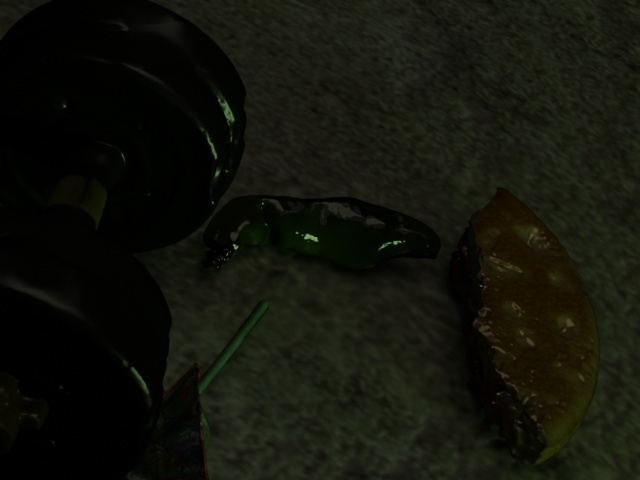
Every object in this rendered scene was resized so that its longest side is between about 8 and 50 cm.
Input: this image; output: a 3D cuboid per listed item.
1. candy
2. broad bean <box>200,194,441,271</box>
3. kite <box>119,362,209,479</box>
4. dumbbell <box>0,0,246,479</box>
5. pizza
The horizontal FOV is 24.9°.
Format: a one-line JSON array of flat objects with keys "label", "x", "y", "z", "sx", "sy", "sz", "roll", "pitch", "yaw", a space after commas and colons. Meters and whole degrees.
[{"label": "candy", "x": -0.075, "y": 0.088, "z": 0.958, "sx": 0.061, "sy": 0.061, "sz": 0.202, "roll": 34, "pitch": 33, "yaw": 2}, {"label": "broad bean", "x": -0.004, "y": -0.007, "z": 1.086, "sx": 0.195, "sy": 0.046, "sz": 0.061, "roll": -3, "pitch": 63, "yaw": -27}, {"label": "kite", "x": -0.084, "y": 0.168, "z": 0.851, "sx": 0.159, "sy": 0.010, "sz": 0.190, "roll": -7, "pitch": 78, "yaw": -10}, {"label": "dumbbell", "x": -0.156, "y": -0.005, "z": 0.888, "sx": 0.185, "sy": 0.185, "sz": 0.388, "roll": 23, "pitch": 42, "yaw": -10}, {"label": "pizza", "x": 0.153, "y": 0.063, "z": 1.104, "sx": 0.127, "sy": 0.058, "sz": 0.246, "roll": 7, "pitch": 48, "yaw": -27}]
